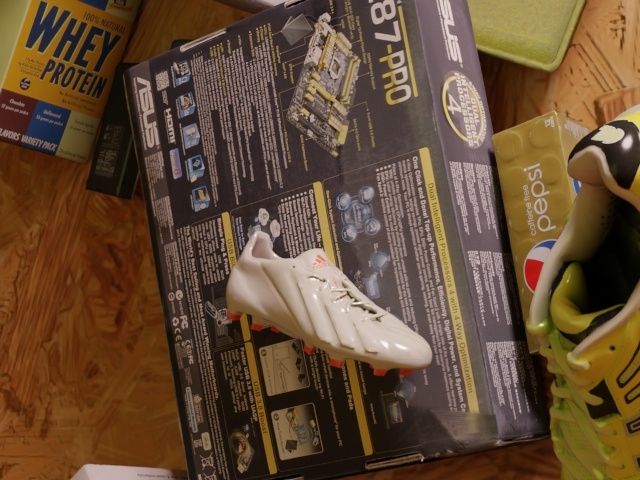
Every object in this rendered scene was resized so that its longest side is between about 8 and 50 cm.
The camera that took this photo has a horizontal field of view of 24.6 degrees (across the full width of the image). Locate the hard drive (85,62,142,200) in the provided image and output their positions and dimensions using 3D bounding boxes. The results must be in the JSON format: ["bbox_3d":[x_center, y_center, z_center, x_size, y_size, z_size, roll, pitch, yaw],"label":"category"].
[{"bbox_3d":[-0.195,-0.111,1.469,0.094,0.022,0.135,13,89,61],"label":"hard drive"}]

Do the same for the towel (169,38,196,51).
[{"bbox_3d":[-0.132,-0.137,1.439,0.067,0.029,0.119,12,89,43],"label":"towel"}]

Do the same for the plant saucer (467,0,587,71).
[{"bbox_3d":[0.163,-0.242,1.214,0.188,0.045,0.188,24,96,40],"label":"plant saucer"}]

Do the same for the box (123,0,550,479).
[{"bbox_3d":[0.000,0.000,1.227,0.318,0.097,0.395,-18,77,37],"label":"box"}]

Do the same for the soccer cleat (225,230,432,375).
[{"bbox_3d":[0.004,0.048,1.125,0.196,0.068,0.076,20,97,37],"label":"soccer cleat"}]

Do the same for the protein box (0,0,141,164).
[{"bbox_3d":[-0.320,-0.211,1.538,0.200,0.136,0.201,22,95,41],"label":"protein box"}]

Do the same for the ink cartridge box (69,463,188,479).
[{"bbox_3d":[-0.146,0.336,1.250,0.171,0.168,0.233,-45,56,23],"label":"ink cartridge box"}]

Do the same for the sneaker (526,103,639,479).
[{"bbox_3d":[0.198,0.078,0.985,0.145,0.147,0.385,38,130,54],"label":"sneaker"}]

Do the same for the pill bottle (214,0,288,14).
[{"bbox_3d":[-0.027,-0.367,1.308,0.181,0.181,0.323,19,92,40],"label":"pill bottle"}]

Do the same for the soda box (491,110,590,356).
[{"bbox_3d":[0.185,-0.003,1.134,0.061,0.058,0.181,-20,67,34],"label":"soda box"}]
